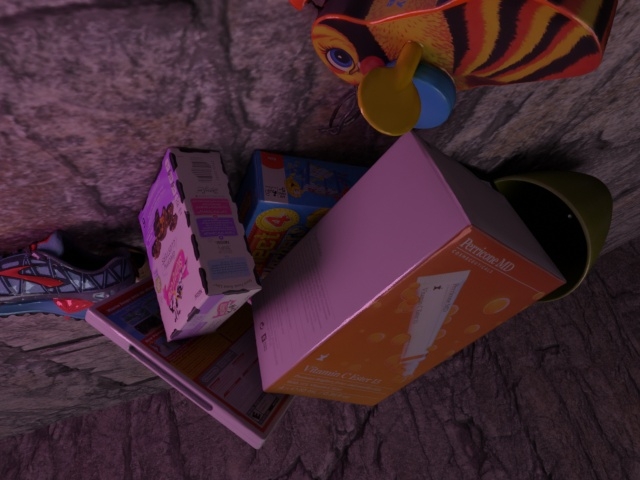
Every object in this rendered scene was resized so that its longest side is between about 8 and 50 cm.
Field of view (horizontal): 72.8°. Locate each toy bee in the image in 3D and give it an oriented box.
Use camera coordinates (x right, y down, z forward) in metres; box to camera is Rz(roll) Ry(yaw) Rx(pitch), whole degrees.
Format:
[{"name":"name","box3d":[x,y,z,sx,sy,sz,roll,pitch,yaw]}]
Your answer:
[{"name":"toy bee","box3d":[0.056,-0.167,0.363,0.298,0.195,0.162,-22,138,40]}]

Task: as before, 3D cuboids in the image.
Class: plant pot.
[{"name":"plant pot","box3d":[0.518,-0.048,0.969,0.293,0.275,0.275,-24,165,-32]}]

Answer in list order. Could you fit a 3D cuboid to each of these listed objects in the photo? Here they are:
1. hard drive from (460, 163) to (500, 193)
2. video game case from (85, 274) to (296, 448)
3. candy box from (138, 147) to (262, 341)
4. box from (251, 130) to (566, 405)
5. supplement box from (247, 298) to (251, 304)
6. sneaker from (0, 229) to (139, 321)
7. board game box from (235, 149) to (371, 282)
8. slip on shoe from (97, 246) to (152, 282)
[{"name":"hard drive","box3d":[0.167,-0.044,0.904,0.237,0.064,0.339,3,150,-44]},{"name":"video game case","box3d":[-0.153,0.142,0.630,0.025,0.285,0.204,-61,170,25]},{"name":"candy box","box3d":[-0.165,0.010,0.562,0.070,0.196,0.165,-4,154,-38]},{"name":"box","box3d":[0.093,0.064,0.590,0.215,0.168,0.345,22,126,-35]},{"name":"supplement box","box3d":[-0.131,0.142,0.882,0.114,0.220,0.111,1,110,-42]},{"name":"sneaker","box3d":[-0.398,0.036,0.619,0.262,0.104,0.125,8,109,-26]},{"name":"board game box","box3d":[0.000,0.000,0.733,0.302,0.086,0.308,4,148,-23]},{"name":"slip on shoe","box3d":[-0.308,0.039,0.735,0.041,0.051,0.135,-20,152,18]}]
